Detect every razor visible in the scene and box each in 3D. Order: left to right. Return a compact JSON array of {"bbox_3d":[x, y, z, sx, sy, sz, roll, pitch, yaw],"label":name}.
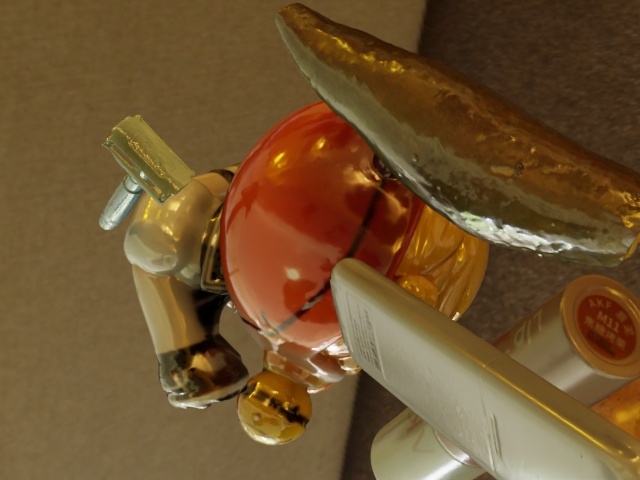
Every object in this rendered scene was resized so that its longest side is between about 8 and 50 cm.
[{"bbox_3d":[-0.150,-0.038,0.933,0.068,0.040,0.135,47,147,0],"label":"razor"}]

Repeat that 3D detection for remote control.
[{"bbox_3d":[0.075,0.072,0.572,0.261,0.029,0.067,33,139,59],"label":"remote control"}]

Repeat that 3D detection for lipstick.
[{"bbox_3d":[0.119,0.109,0.807,0.070,0.070,0.254,59,144,14],"label":"lipstick"}]

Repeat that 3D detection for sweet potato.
[{"bbox_3d":[0.064,-0.054,0.641,0.243,0.077,0.077,30,121,18],"label":"sweet potato"}]

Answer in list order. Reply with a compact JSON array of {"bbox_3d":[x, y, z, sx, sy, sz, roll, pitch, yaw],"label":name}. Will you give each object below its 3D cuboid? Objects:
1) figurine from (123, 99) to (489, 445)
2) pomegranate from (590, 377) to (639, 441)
[{"bbox_3d":[-0.004,-0.002,0.941,0.323,0.196,0.320,-14,49,40],"label":"figurine"},{"bbox_3d":[0.349,0.264,1.145,0.322,0.322,0.322,13,109,40],"label":"pomegranate"}]
